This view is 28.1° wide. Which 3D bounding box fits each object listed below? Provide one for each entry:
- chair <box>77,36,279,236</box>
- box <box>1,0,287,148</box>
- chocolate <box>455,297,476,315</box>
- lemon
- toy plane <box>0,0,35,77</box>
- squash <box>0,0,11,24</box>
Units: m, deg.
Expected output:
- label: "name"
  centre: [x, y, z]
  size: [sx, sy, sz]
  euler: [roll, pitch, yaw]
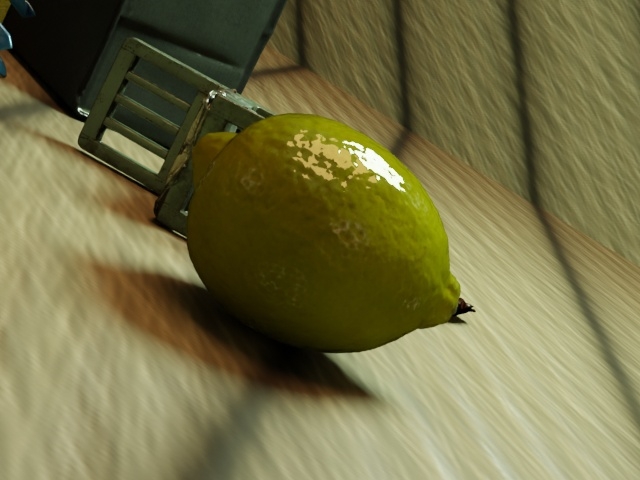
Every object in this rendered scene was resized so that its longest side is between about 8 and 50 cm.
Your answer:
- label: "chair"
  centre: [-0.118, -0.086, 1.239]
  size: [0.270, 0.136, 0.147]
  euler: [29, 9, 5]
- label: "box"
  centre: [-0.232, -0.291, 1.635]
  size: [0.205, 0.251, 0.345]
  euler: [20, 13, -35]
- label: "chocolate"
  centre: [0.107, 0.062, 1.377]
  size: [0.086, 0.028, 0.182]
  euler: [23, 7, 23]
- label: "lemon"
  centre: [0.000, 0.000, 1.005]
  size: [0.248, 0.184, 0.184]
  euler: [32, 10, -2]
- label: "toy plane"
  centre: [-0.409, -0.323, 1.445]
  size: [0.105, 0.271, 0.254]
  euler: [-14, -1, 18]
- label: "squash"
  centre: [-0.440, -0.345, 1.845]
  size: [0.184, 0.085, 0.192]
  euler: [25, 9, -15]
